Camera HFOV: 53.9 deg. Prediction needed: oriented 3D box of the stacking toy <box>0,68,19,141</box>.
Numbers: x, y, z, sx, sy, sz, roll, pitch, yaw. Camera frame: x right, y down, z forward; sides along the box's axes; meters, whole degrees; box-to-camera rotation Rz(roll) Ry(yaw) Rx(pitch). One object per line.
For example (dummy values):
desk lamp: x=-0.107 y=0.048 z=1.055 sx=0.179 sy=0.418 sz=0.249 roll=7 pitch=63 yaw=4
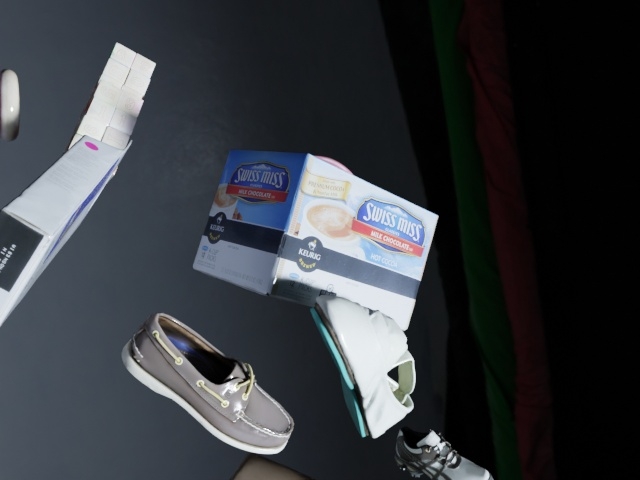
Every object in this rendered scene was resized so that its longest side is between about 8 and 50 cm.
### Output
stacking toy: x=-0.744 y=-0.261 z=1.167 sx=0.141 sy=0.330 sz=0.141 roll=7 pitch=-82 yaw=61

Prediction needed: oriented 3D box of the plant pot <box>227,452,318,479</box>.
plant pot: x=-0.084 y=0.512 z=1.128 sx=0.229 sy=0.263 sz=0.263 roll=35 pitch=-20 yaw=5

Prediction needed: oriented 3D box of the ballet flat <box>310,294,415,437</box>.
ballet flat: x=0.083 y=0.191 z=1.012 sx=0.400 sy=0.139 sz=0.139 roll=72 pitch=-4 yaw=-49

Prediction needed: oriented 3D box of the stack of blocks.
stack of blocks: x=-0.417 y=-0.236 z=1.226 sx=0.171 sy=0.087 sz=0.297 roll=-29 pitch=-138 yaw=51

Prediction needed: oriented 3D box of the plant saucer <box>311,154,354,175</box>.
plant saucer: x=-0.027 y=-0.088 z=1.892 sx=0.084 sy=0.332 sz=0.332 roll=-98 pitch=179 yaw=-75

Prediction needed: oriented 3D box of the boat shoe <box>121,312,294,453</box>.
boat shoe: x=-0.172 y=0.240 z=1.055 sx=0.097 sy=0.324 sz=0.116 roll=-50 pitch=-171 yaw=23

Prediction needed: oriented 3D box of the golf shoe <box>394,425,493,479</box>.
golf shoe: x=0.229 y=0.417 z=1.200 sx=0.198 sy=0.077 sz=0.094 roll=8 pitch=-63 yaw=32

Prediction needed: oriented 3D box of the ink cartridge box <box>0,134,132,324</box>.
ink cartridge box: x=-0.350 y=-0.028 z=0.816 sx=0.176 sy=0.069 sz=0.371 roll=-51 pitch=-165 yaw=18

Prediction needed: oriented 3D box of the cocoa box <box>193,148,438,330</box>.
cocoa box: x=0.000 y=0.000 z=1.121 sx=0.231 sy=0.347 sz=0.228 roll=13 pitch=-95 yaw=48
